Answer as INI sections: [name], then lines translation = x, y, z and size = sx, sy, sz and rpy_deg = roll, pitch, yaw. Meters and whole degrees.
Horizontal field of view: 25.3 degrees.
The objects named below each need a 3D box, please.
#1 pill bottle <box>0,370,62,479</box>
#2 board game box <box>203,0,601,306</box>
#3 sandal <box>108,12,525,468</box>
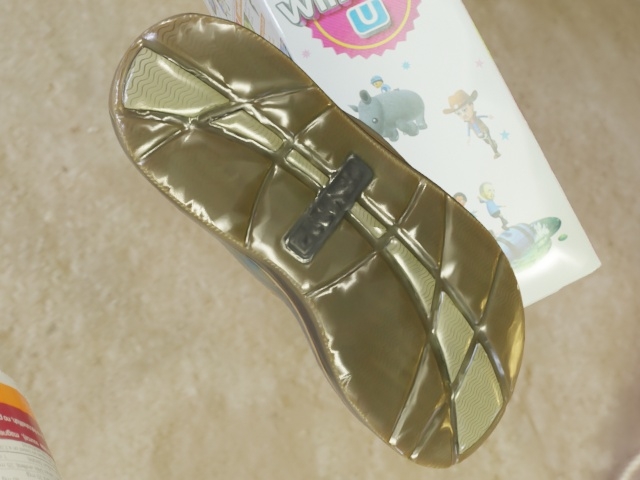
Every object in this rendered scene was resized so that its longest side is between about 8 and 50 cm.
[pill bottle]
translation = -0.129, 0.161, 0.522
size = 0.121, 0.121, 0.221
rpy_deg = 2, 46, -44
[board game box]
translation = 0.024, -0.086, 0.799
size = 0.098, 0.224, 0.303
rpy_deg = -28, 85, -7
[sandal]
translation = 0.000, 0.000, 0.555
size = 0.219, 0.060, 0.090
rpy_deg = 42, 83, -23
